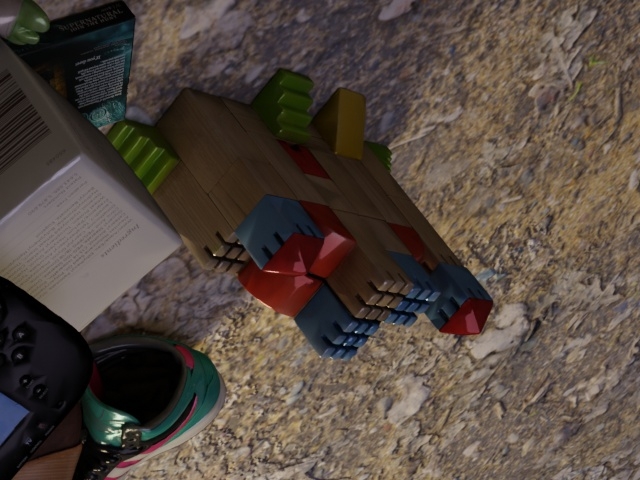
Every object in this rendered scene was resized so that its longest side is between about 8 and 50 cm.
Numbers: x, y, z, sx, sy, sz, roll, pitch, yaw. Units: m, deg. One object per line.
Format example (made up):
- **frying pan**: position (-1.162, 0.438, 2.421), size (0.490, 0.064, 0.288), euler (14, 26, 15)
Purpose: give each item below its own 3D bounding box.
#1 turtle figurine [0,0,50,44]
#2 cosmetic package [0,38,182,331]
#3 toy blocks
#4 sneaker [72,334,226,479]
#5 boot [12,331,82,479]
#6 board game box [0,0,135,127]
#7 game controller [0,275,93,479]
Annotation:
- **turtle figurine**: position (-0.272, -0.129, 1.315), size (0.266, 0.274, 0.198), euler (-41, 126, -42)
- **cosmetic package**: position (-0.239, -0.033, 1.507), size (0.151, 0.151, 0.184), euler (-40, 147, 2)
- **toy blocks**: position (0.000, 0.000, 1.762), size (0.191, 0.261, 0.381), euler (-49, 148, 20)
- **sneaker**: position (-0.233, 0.203, 1.932), size (0.295, 0.124, 0.178), euler (-40, 156, -11)
- **boot**: position (-0.330, 0.160, 1.761), size (0.248, 0.090, 0.207), euler (5, 90, -47)
- **board game box**: position (-0.246, -0.124, 1.560), size (0.186, 0.026, 0.126), euler (-21, 147, -27)
- **game controller**: position (-0.316, 0.168, 1.414), size (0.319, 0.067, 0.166), euler (-49, 123, -1)
